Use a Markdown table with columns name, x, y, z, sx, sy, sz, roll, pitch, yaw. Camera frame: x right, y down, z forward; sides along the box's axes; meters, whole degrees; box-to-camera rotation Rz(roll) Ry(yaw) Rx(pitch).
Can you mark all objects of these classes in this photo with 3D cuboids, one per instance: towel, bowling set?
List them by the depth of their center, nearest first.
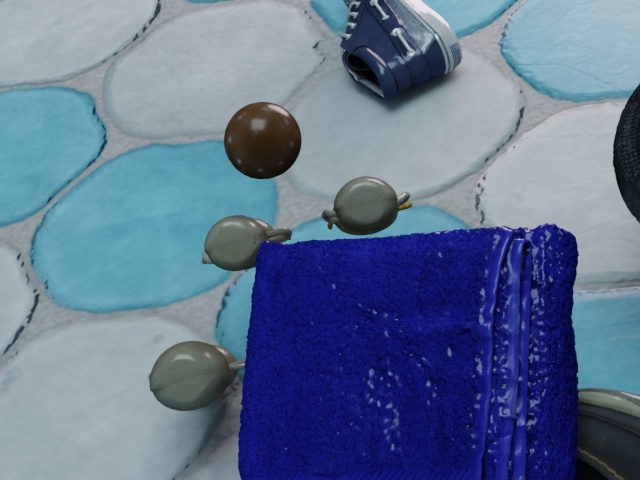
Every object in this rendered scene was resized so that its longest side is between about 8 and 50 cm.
| name | x | y | z | sx | sy | sz | roll | pitch | yaw |
| --- | --- | --- | --- | --- | --- | --- | --- | --- | --- |
| towel | 0.041 | 0.140 | 0.925 | 0.228 | 0.076 | 0.308 | -5 | 72 | 28 |
| bowling set | 0.000 | 0.000 | 1.113 | 0.287 | 0.200 | 0.154 | -11 | -2 | 2 |

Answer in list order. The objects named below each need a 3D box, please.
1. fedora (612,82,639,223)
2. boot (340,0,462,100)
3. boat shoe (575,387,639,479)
| name | x | y | z | sx | sy | sz | roll | pitch | yaw |
| --- | --- | --- | --- | --- | --- | --- | --- | --- | --- |
| fedora | 0.369 | -0.043 | 1.066 | 0.334 | 0.152 | 0.334 | -11 | 41 | 10 |
| boot | 0.044 | -0.200 | 1.432 | 0.086 | 0.069 | 0.190 | -28 | 43 | -15 |
| boat shoe | 0.224 | 0.203 | 0.864 | 0.130 | 0.132 | 0.355 | -38 | 42 | -21 |
